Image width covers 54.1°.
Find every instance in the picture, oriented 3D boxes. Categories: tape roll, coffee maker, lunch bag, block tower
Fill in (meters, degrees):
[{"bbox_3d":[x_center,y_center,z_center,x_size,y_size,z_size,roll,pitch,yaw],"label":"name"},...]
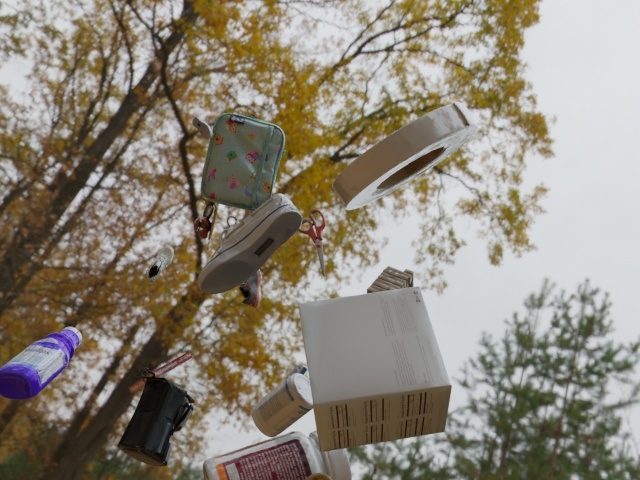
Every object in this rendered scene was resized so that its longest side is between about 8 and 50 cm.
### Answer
[{"bbox_3d":[0.211,-0.206,1.570,0.072,0.392,0.392,59,-32,7],"label":"tape roll"},{"bbox_3d":[-0.411,0.431,1.512,0.171,0.178,0.120,37,-40,-23],"label":"coffee maker"},{"bbox_3d":[-0.225,-0.233,1.846,0.224,0.279,0.108,14,2,-11],"label":"lunch bag"},{"bbox_3d":[0.171,0.210,1.945,0.097,0.335,0.091,21,-45,31],"label":"block tower"}]

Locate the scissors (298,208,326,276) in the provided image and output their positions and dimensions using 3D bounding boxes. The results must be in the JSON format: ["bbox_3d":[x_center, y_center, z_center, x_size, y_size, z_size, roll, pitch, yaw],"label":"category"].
[{"bbox_3d":[0.000,0.000,2.171,0.109,0.297,0.021,-33,-45,4],"label":"scissors"}]

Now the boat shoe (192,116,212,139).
[{"bbox_3d":[-0.309,-0.300,1.685,0.035,0.035,0.100,8,26,-45],"label":"boat shoe"}]

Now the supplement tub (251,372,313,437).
[{"bbox_3d":[-0.063,0.292,1.111,0.107,0.071,0.071,-41,-63,19],"label":"supplement tub"}]

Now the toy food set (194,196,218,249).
[{"bbox_3d":[-0.410,-0.076,2.235,0.071,0.218,0.128,14,14,-11],"label":"toy food set"}]

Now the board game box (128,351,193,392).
[{"bbox_3d":[-0.541,0.445,2.106,0.027,0.145,0.281,59,-38,3],"label":"board game box"}]

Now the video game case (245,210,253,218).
[{"bbox_3d":[-0.255,-0.121,2.328,0.087,0.011,0.122,28,-51,43],"label":"video game case"}]

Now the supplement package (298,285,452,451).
[{"bbox_3d":[0.080,0.204,1.002,0.203,0.194,0.149,-8,-45,-3],"label":"supplement package"}]

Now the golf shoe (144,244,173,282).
[{"bbox_3d":[-0.673,0.098,2.635,0.069,0.176,0.086,30,-12,-10],"label":"golf shoe"}]

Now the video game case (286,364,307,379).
[{"bbox_3d":[-0.101,0.453,1.895,0.015,0.166,0.119,36,-15,-8],"label":"video game case"}]

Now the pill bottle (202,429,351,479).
[{"bbox_3d":[-0.124,0.689,1.814,0.392,0.224,0.224,-12,-24,-19],"label":"pill bottle"}]

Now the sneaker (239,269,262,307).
[{"bbox_3d":[-0.226,0.141,1.996,0.064,0.158,0.061,14,-49,-23],"label":"sneaker"}]

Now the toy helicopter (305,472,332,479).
[{"bbox_3d":[-0.017,0.755,1.533,0.234,0.355,0.140,5,-33,15],"label":"toy helicopter"}]

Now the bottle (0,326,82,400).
[{"bbox_3d":[-0.750,0.324,1.702,0.118,0.283,0.092,3,-72,10],"label":"bottle"}]

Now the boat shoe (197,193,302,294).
[{"bbox_3d":[-0.228,-0.006,1.824,0.136,0.367,0.156,36,15,-47],"label":"boat shoe"}]
